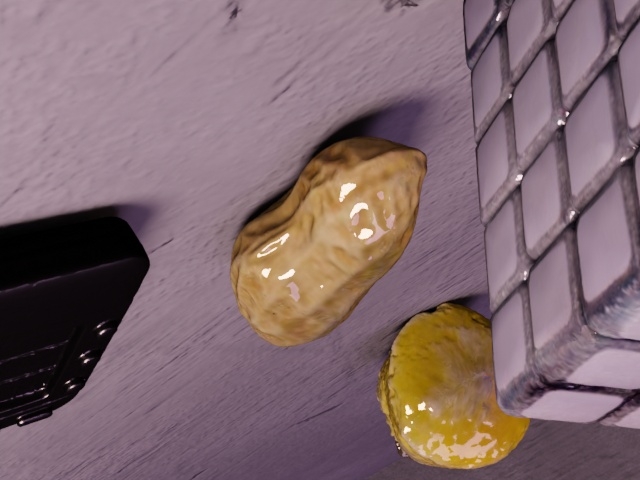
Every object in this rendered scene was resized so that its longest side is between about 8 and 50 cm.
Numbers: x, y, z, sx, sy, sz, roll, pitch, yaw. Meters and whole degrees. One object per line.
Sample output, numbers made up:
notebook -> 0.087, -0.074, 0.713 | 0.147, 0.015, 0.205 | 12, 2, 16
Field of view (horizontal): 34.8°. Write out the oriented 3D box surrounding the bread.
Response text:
bread -> 0.152, 0.179, 1.221 | 0.197, 0.197, 0.170 | -21, 172, -21

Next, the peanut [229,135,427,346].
peanut -> 0.000, 0.000, 0.643 | 0.093, 0.083, 0.194 | 17, 139, -16

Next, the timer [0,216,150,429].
timer -> -0.188, 0.057, 0.572 | 0.144, 0.055, 0.187 | -16, 155, -39

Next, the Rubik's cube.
Rubik's cube -> 0.209, -0.060, 0.408 | 0.237, 0.237, 0.238 | 7, 151, -12
